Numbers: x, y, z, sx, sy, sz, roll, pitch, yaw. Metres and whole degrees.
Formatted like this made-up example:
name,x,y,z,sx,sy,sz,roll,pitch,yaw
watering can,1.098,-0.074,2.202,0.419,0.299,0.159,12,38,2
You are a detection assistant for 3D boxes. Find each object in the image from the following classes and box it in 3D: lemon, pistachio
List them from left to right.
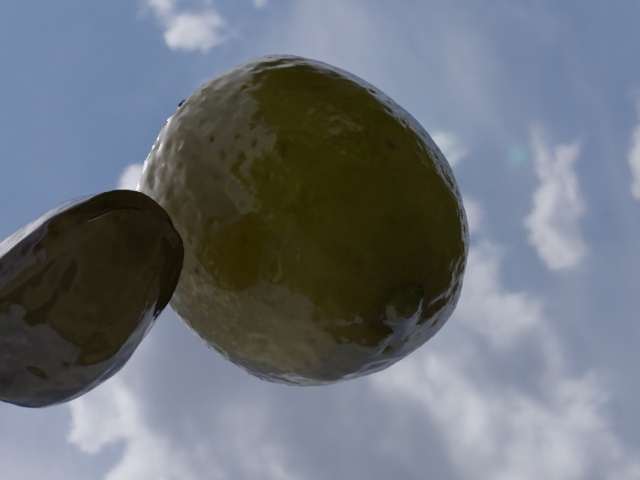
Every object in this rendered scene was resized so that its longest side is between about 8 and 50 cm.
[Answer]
name,x,y,z,sx,sy,sz,roll,pitch,yaw
pistachio,-0.231,0.054,1.726,0.213,0.260,0.163,19,-139,-56
lemon,0.000,0.000,1.927,0.364,0.364,0.364,23,-122,-45
